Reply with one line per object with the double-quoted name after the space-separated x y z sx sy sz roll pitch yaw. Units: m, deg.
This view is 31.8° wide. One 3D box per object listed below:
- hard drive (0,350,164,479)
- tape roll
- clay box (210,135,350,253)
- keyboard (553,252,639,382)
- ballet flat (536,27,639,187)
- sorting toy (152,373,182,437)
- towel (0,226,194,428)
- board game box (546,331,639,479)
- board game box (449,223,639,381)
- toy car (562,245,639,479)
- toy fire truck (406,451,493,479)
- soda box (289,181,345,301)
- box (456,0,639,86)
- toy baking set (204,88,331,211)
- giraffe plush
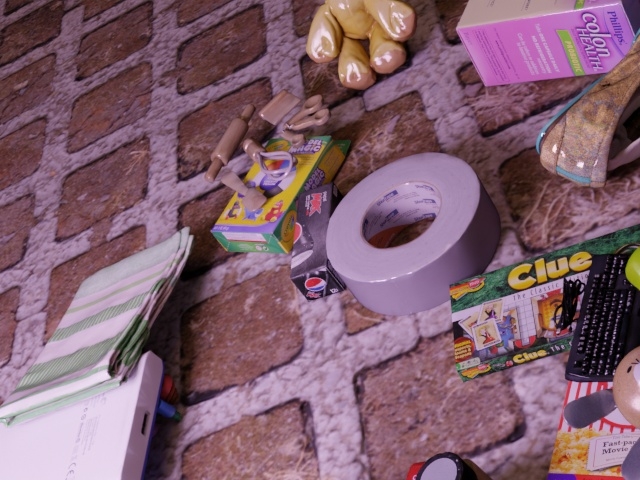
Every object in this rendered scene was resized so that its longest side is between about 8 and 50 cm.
-0.350 0.286 1.478 0.319 0.040 0.210 -25 39 27 "hard drive"
0.117 -0.011 1.446 0.219 0.072 0.219 -21 39 18 "tape roll"
-0.055 -0.081 1.663 0.127 0.053 0.222 1 51 40 "clay box"
0.292 0.072 1.187 0.100 0.038 0.192 -8 35 30 "keyboard"
0.415 -0.196 1.397 0.348 0.123 0.123 -46 39 -13 "ballet flat"
-0.212 0.226 1.478 0.061 0.042 0.102 -9 51 48 "sorting toy"
-0.315 0.120 1.590 0.248 0.038 0.325 -24 27 30 "towel"
0.316 0.180 1.117 0.147 0.045 0.193 -5 47 33 "board game box"
0.274 0.068 1.282 0.260 0.030 0.136 -20 39 19 "board game box"
0.316 0.124 1.037 0.188 0.149 0.155 -46 48 3 "toy car"
0.046 0.322 1.107 0.246 0.158 0.217 -17 41 40 "toy fire truck"
0.000 0.000 1.538 0.060 0.053 0.169 -18 41 21 "soda box"
0.348 -0.342 1.582 0.243 0.117 0.213 -3 48 36 "box"
-0.089 -0.145 1.692 0.197 0.030 0.256 -1 48 43 "toy baking set"
0.067 -0.362 1.800 0.181 0.210 0.170 -33 3 22 "giraffe plush"
